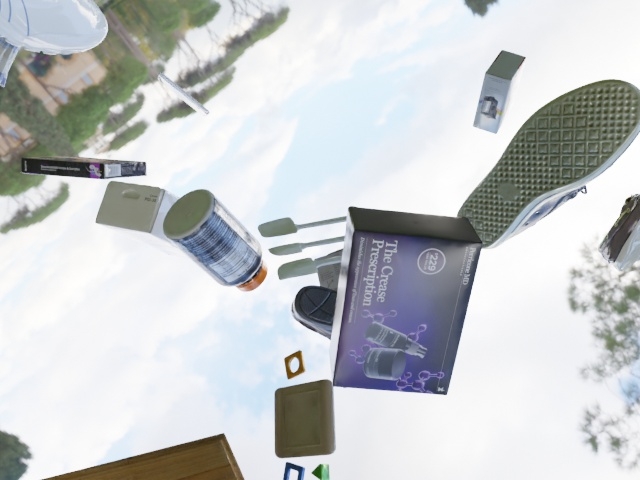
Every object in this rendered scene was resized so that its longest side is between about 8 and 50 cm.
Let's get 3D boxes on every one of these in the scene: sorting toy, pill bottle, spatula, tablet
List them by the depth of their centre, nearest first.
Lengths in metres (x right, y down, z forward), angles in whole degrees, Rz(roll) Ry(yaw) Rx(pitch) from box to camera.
[{"bbox_3d":[-0.190,-0.200,0.848,0.006,0.083,0.054,-53,-163,-6],"label":"tablet"},{"bbox_3d":[-0.209,0.013,1.302,0.130,0.246,0.131,-18,-133,21],"label":"pill bottle"},{"bbox_3d":[0.000,0.000,1.322,0.241,0.019,0.168,-12,-135,-18],"label":"spatula"},{"bbox_3d":[-0.035,0.455,1.567,0.195,0.047,0.348,-20,-117,38],"label":"sorting toy"}]

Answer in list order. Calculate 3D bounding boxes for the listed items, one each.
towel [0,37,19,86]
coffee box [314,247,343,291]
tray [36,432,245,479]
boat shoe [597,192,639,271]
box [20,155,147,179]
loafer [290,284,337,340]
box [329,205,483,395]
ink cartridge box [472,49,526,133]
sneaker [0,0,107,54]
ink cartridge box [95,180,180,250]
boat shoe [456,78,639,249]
[{"bbox_3d":[-0.630,-0.461,1.146,0.285,0.209,0.034,-54,-172,20],"label":"towel"},{"bbox_3d":[0.105,0.167,1.399,0.118,0.298,0.168,-19,169,31],"label":"coffee box"},{"bbox_3d":[-0.302,0.449,0.961,0.203,0.410,0.076,56,-49,33],"label":"tray"},{"bbox_3d":[0.846,-0.065,1.637,0.116,0.325,0.097,-14,-136,-27],"label":"boat shoe"},{"bbox_3d":[-0.389,-0.122,1.015,0.162,0.029,0.116,5,-170,17],"label":"box"},{"bbox_3d":[0.080,0.179,1.265,0.095,0.302,0.109,125,-13,-62],"label":"loafer"},{"bbox_3d":[0.119,0.093,0.923,0.184,0.262,0.103,4,-156,-5],"label":"box"},{"bbox_3d":[0.475,-0.393,1.633,0.072,0.175,0.127,23,-127,19],"label":"ink cartridge box"},{"bbox_3d":[-0.338,-0.309,0.662,0.129,0.297,0.111,-10,-114,25],"label":"sneaker"},{"bbox_3d":[-0.395,-0.041,1.572,0.207,0.283,0.117,9,-102,31],"label":"ink cartridge box"},{"bbox_3d":[0.494,-0.159,1.340,0.155,0.187,0.500,-20,158,-40],"label":"boat shoe"}]
